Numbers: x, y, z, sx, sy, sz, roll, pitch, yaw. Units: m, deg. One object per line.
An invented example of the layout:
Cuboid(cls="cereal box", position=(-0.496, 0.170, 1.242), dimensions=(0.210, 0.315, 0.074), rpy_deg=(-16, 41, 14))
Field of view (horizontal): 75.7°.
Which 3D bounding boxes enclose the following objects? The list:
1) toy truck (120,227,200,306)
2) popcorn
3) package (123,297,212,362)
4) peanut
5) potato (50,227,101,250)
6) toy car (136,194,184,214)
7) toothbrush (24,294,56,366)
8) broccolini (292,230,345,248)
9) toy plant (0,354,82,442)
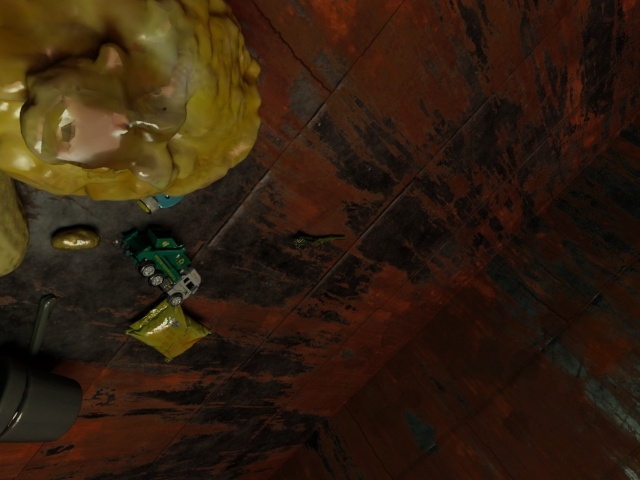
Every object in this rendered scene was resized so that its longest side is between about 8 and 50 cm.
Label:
Cuboid(cls="toy truck", position=(-0.368, 0.056, 0.984), dimensions=(0.116, 0.110, 0.216), rpy_deg=(-40, 144, -17))
Cuboid(cls="popcorn", position=(-0.287, -0.230, 0.594), dimensions=(0.390, 0.355, 0.343), rpy_deg=(-31, 118, -70))
Cuboid(cls="package", position=(-0.415, 0.251, 1.150), dimensions=(0.168, 0.090, 0.226), rpy_deg=(-36, 140, -7))
Cuboid(cls="peanut", position=(-0.576, -0.059, 0.670), dimensions=(0.148, 0.147, 0.318), rpy_deg=(-11, 138, -32))
Cuboid(cls="potato", position=(-0.507, -0.003, 0.856), dimensions=(0.092, 0.046, 0.045), rpy_deg=(-4, 167, -25))
Cuboid(cls="toy car", position=(-0.351, -0.138, 0.829), dimensions=(0.161, 0.098, 0.126), rpy_deg=(51, 60, -26))
Cuboid(cls="toothbrush", position=(-0.675, 0.244, 0.981), dimensions=(0.297, 0.031, 0.030), rpy_deg=(-60, 164, 23))
Cuboid(cls="broccolini", position=(0.001, 0.001, 1.285), dimensions=(0.218, 0.042, 0.044), rpy_deg=(2, 127, -43))
Cuboid(cls="toy plant", position=(-0.730, 0.334, 0.856), dimensions=(0.279, 0.185, 0.400), rpy_deg=(-49, 140, -3))
